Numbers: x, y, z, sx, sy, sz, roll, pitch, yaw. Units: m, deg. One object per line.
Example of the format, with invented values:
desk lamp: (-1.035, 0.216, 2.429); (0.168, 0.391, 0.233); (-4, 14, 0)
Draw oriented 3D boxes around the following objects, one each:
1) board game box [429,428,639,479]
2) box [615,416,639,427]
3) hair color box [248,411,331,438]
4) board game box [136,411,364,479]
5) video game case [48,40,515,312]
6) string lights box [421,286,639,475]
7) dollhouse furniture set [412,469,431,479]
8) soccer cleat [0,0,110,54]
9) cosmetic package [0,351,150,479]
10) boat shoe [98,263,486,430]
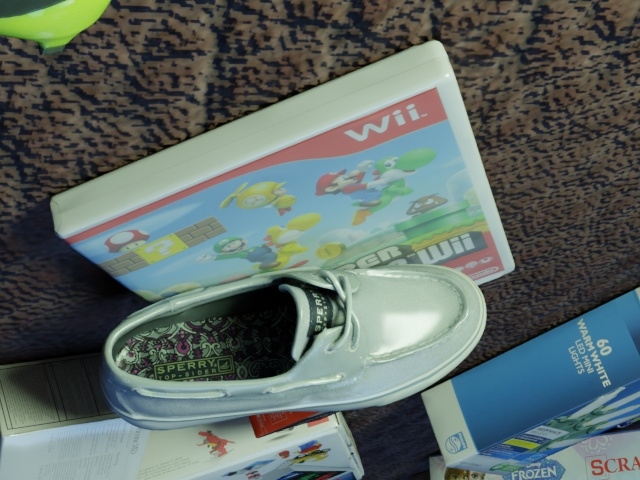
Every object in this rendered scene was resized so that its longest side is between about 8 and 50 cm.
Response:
board game box: (0.339, 0.270, 1.347); (0.319, 0.065, 0.318); (-13, 161, 29)
box: (0.350, 0.128, 1.150); (0.169, 0.059, 0.054); (-33, 155, 30)
hair color box: (0.014, 0.098, 0.830); (0.072, 0.043, 0.141); (-9, 164, -44)
board game box: (-0.122, 0.209, 0.992); (0.305, 0.053, 0.193); (-18, 156, 0)
video game case: (0.000, 0.000, 0.668); (0.204, 0.025, 0.285); (-21, 156, 7)
string lights box: (0.237, 0.124, 1.039); (0.260, 0.076, 0.133); (-30, 152, 24)
dollhouse furniture set: (0.131, 0.363, 1.418); (0.144, 0.123, 0.151); (-17, 156, -3)
soccer cleat: (-0.140, -0.093, 0.338); (0.179, 0.060, 0.072); (-8, 145, -37)
cosmetic package: (-0.186, 0.173, 0.800); (0.099, 0.060, 0.239); (-4, 138, -26)
boat shoe: (-0.012, 0.055, 0.647); (0.228, 0.079, 0.081); (-12, 160, -8)
